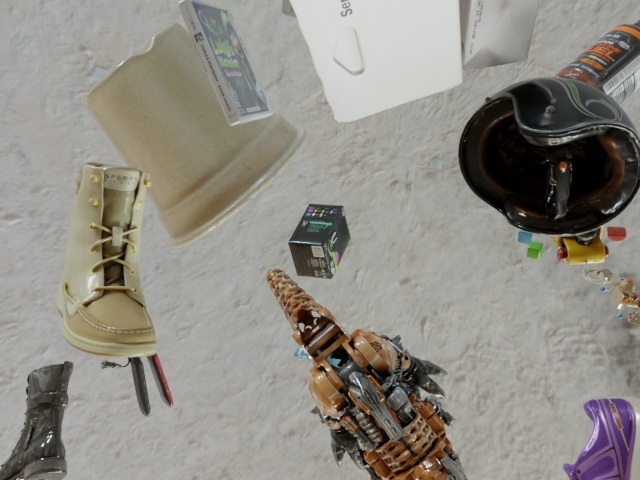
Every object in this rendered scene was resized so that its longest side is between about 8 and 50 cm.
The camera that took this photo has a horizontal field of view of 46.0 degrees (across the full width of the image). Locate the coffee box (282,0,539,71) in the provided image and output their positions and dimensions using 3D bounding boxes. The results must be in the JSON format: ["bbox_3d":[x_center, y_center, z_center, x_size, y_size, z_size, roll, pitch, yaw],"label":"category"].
[{"bbox_3d":[0.093,-0.310,0.836,0.297,0.118,0.168,32,128,41],"label":"coffee box"}]

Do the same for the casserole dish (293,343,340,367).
[{"bbox_3d":[0.012,0.271,1.788,0.114,0.188,0.037,12,86,24],"label":"casserole dish"}]

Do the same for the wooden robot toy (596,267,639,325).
[{"bbox_3d":[0.724,0.116,1.784,0.076,0.173,0.079,0,130,-11],"label":"wooden robot toy"}]

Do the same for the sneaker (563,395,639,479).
[{"bbox_3d":[0.229,0.210,0.606,0.071,0.068,0.170,3,68,28],"label":"sneaker"}]

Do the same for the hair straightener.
[{"bbox_3d":[-0.303,0.175,1.186,0.089,0.047,0.231,-21,109,-29],"label":"hair straightener"}]

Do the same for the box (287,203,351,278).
[{"bbox_3d":[0.000,0.000,0.997,0.052,0.083,0.062,4,131,21],"label":"box"}]

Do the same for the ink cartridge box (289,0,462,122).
[{"bbox_3d":[0.020,-0.267,0.598,0.117,0.201,0.278,-16,68,7],"label":"ink cartridge box"}]

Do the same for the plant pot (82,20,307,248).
[{"bbox_3d":[-0.248,-0.209,1.374,0.333,0.334,0.305,-38,106,9],"label":"plant pot"}]

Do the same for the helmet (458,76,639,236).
[{"bbox_3d":[0.238,-0.094,0.794,0.169,0.161,0.170,-7,119,-13],"label":"helmet"}]

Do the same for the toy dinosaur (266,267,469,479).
[{"bbox_3d":[0.054,0.154,0.825,0.164,0.218,0.322,-20,69,6],"label":"toy dinosaur"}]

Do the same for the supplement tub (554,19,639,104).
[{"bbox_3d":[0.480,-0.283,1.238,0.198,0.106,0.106,-39,91,-14],"label":"supplement tub"}]

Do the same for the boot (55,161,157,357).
[{"bbox_3d":[-0.246,0.014,0.898,0.095,0.262,0.204,8,100,-29],"label":"boot"}]

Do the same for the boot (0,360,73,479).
[{"bbox_3d":[-0.568,0.371,1.501,0.263,0.091,0.229,-27,57,32],"label":"boot"}]

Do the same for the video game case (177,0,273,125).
[{"bbox_3d":[-0.129,-0.253,1.077,0.022,0.190,0.173,-21,98,14],"label":"video game case"}]

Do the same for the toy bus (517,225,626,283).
[{"bbox_3d":[0.525,-0.031,1.539,0.202,0.191,0.104,25,136,37],"label":"toy bus"}]
